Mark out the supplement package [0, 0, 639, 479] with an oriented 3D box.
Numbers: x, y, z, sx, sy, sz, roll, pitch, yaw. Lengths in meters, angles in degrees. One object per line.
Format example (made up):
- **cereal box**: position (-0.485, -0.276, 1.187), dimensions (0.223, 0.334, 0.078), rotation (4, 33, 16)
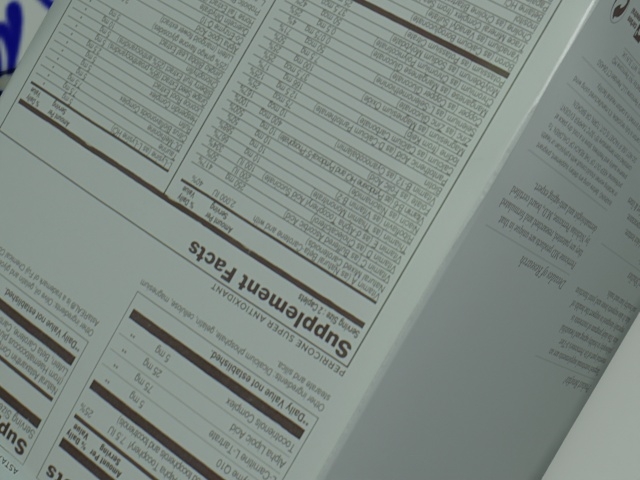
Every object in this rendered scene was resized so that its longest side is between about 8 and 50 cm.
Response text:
- **supplement package**: position (0.000, 0.000, 0.559), dimensions (0.198, 0.199, 0.262), rotation (32, 94, 30)
